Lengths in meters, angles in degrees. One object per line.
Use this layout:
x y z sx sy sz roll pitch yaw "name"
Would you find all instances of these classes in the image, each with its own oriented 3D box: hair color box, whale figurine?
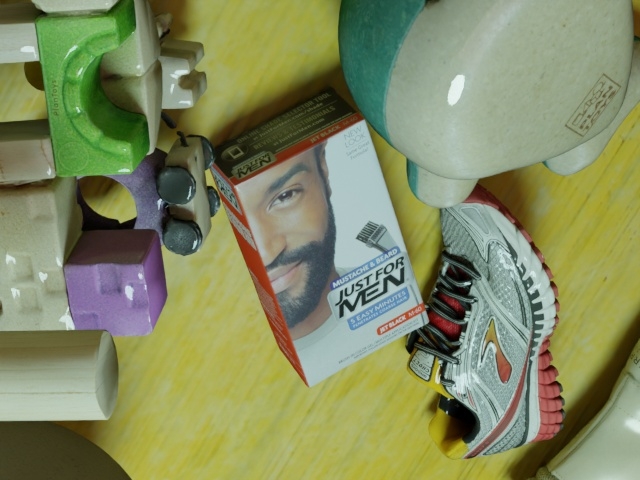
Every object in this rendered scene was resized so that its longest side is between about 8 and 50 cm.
0.000 0.000 1.209 0.093 0.053 0.167 -28 126 -11 "hair color box"
0.110 -0.122 1.171 0.216 0.141 0.272 -55 152 10 "whale figurine"

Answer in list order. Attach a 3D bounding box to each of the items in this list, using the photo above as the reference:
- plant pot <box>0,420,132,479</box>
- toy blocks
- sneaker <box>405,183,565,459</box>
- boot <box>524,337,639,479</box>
-0.198 0.207 1.112 0.191 0.284 0.284 -35 139 -53 "plant pot"
-0.216 -0.075 0.975 0.260 0.309 0.289 -2 110 9 "toy blocks"
0.104 0.060 1.280 0.092 0.088 0.225 -22 125 -15 "sneaker"
0.277 0.186 1.444 0.262 0.095 0.203 35 97 -37 "boot"
